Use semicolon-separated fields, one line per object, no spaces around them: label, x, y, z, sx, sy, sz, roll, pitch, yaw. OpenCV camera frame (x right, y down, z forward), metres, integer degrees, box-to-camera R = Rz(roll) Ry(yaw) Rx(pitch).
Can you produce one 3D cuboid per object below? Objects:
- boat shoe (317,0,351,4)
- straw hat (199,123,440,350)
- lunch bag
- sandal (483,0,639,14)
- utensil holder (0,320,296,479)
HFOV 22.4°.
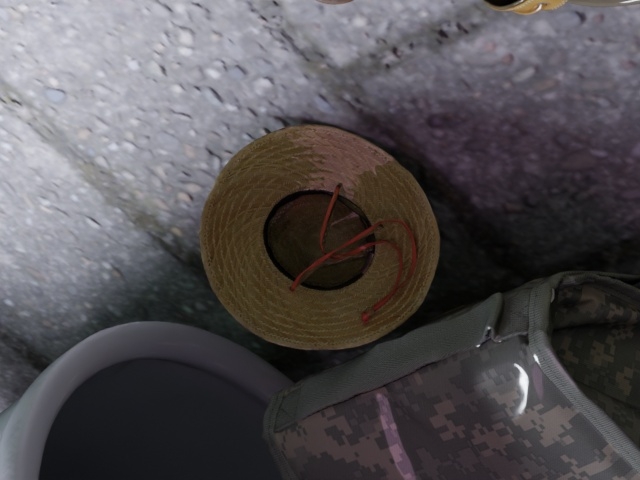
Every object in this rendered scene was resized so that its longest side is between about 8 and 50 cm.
boat shoe;0.032;-0.213;0.686;0.095;0.095;0.257;12;132;5
straw hat;0.000;0.000;0.992;0.144;0.145;0.061;15;-178;2
lunch bag;0.138;0.129;1.019;0.235;0.169;0.287;-25;130;40
sandal;0.094;-0.143;0.803;0.180;0.049;0.072;10;140;9
utensil holder;-0.180;0.281;1.087;0.327;0.328;0.385;38;128;-25
